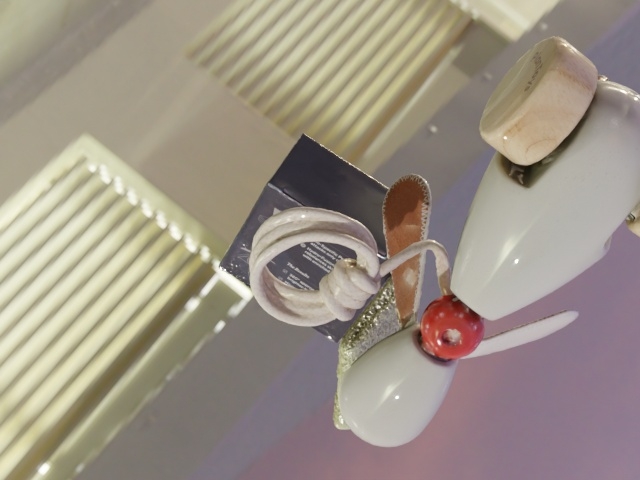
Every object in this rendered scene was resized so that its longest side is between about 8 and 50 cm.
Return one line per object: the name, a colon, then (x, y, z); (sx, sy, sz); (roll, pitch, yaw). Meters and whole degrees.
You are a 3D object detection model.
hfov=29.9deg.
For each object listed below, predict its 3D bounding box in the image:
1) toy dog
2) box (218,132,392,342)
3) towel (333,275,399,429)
toy dog: (0.130, -0.010, 0.858); (0.333, 0.220, 0.161); (-29, -162, 22)
box: (0.000, 0.000, 1.259); (0.158, 0.156, 0.093); (-55, -177, 48)
towel: (0.053, 0.105, 1.152); (0.148, 0.027, 0.110); (-43, 143, -53)
